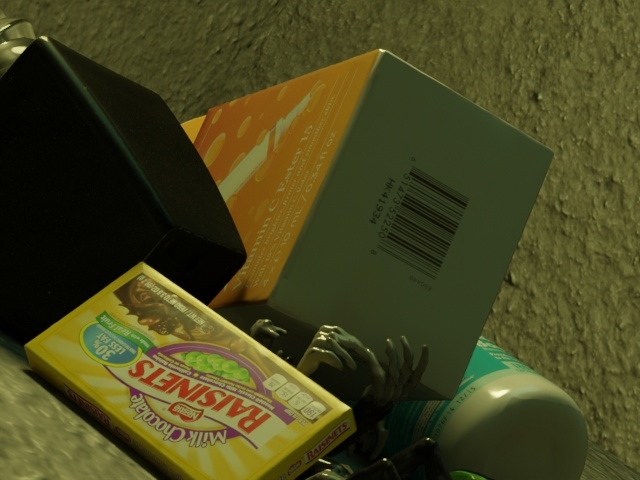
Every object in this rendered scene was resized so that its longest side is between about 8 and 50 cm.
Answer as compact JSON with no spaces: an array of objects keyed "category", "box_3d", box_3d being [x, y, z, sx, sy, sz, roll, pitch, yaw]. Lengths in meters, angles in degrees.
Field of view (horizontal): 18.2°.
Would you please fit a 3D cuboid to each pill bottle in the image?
[{"category":"pill bottle","box_3d":[0.105,0.145,1.760,0.146,0.146,0.264,28,4,-37]}]

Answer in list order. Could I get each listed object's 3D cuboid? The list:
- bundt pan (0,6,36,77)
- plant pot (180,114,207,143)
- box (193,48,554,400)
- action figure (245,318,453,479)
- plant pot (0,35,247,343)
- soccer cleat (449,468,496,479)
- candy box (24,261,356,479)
[{"category":"bundt pan","box_3d":[-0.323,-0.134,1.698,0.331,0.124,0.331,34,17,-12]},{"category":"plant pot","box_3d":[-0.077,0.011,1.940,0.205,0.205,0.188,28,20,-44]},{"category":"box","box_3d":[0.000,0.000,1.603,0.168,0.215,0.345,29,-16,-20]},{"category":"action figure","box_3d":[0.013,0.122,1.353,0.275,0.141,0.164,33,15,18]},{"category":"plant pot","box_3d":[-0.166,-0.007,1.441,0.167,0.188,0.187,44,8,23]},{"category":"soccer cleat","box_3d":[0.163,0.246,1.595,0.179,0.060,0.072,37,-7,-3]},{"category":"candy box","box_3d":[-0.085,0.093,1.263,0.206,0.105,0.027,32,-31,36]}]
